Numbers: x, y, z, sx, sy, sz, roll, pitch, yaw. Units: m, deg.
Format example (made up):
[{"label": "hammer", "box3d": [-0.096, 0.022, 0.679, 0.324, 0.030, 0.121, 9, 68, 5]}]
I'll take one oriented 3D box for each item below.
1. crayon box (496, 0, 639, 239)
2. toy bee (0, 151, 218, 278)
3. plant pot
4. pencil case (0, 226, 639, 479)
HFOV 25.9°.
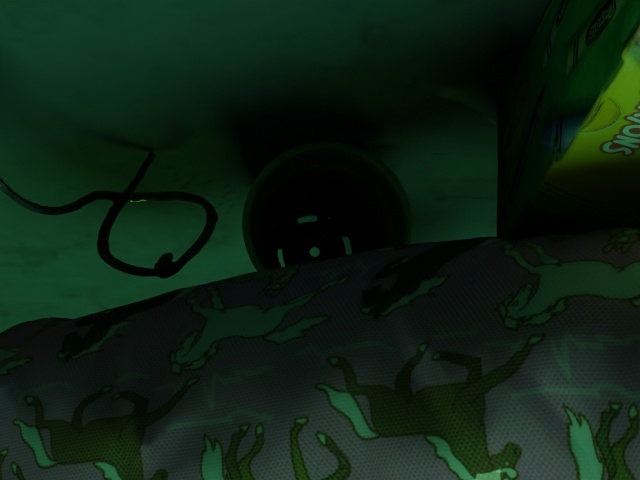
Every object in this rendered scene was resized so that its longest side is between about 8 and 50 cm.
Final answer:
[{"label": "crayon box", "box3d": [0.176, -0.072, 0.509, 0.165, 0.081, 0.278, 6, 156, -5]}, {"label": "toy bee", "box3d": [-0.219, -0.022, 0.620, 0.195, 0.298, 0.162, 27, 143, 39]}, {"label": "plant pot", "box3d": [0.000, 0.000, 0.712, 0.083, 0.083, 0.079, 5, 168, -5]}, {"label": "pencil case", "box3d": [0.006, 0.097, 0.601, 0.386, 0.167, 0.160, -9, 118, 30]}]
